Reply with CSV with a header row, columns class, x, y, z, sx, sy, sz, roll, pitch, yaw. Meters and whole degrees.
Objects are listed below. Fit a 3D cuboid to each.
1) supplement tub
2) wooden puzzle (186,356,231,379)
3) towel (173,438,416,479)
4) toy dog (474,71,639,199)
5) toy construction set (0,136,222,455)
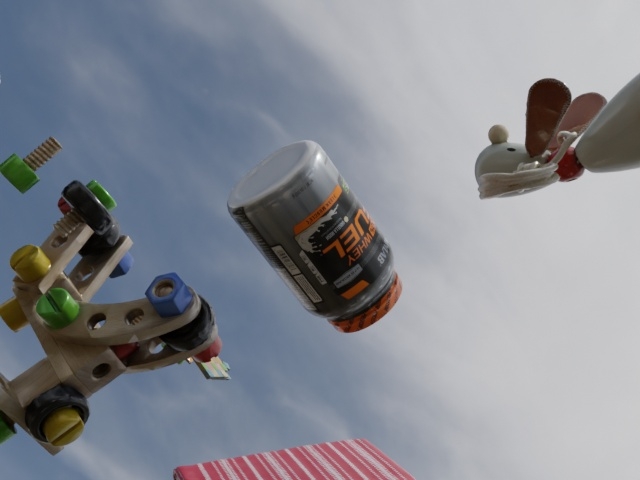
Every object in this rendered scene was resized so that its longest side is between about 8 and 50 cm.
class,x,y,z,sx,sy,sz,roll,pitch,yaw
supplement tub,0.000,0.000,0.837,0.117,0.117,0.190,-21,-62,33
wooden puzzle,-0.124,0.133,0.874,0.006,0.083,0.049,-44,-113,10
towel,-0.034,0.303,0.982,0.199,0.275,0.031,-164,-108,-69
toy dog,0.327,-0.156,0.918,0.334,0.220,0.161,-12,-92,18
toy construction set,-0.259,0.104,0.849,0.257,0.237,0.309,43,-14,15
